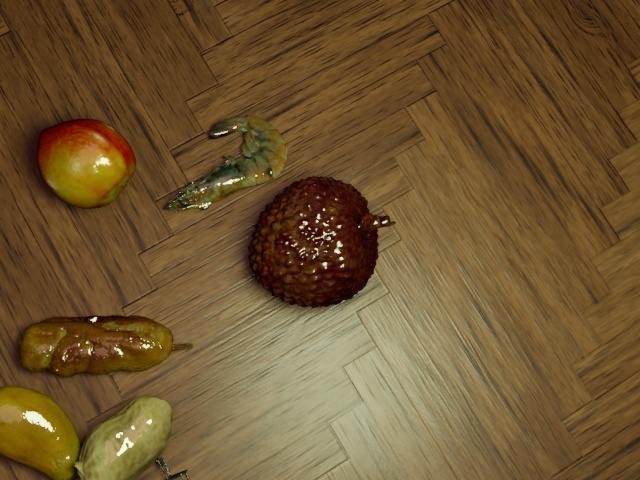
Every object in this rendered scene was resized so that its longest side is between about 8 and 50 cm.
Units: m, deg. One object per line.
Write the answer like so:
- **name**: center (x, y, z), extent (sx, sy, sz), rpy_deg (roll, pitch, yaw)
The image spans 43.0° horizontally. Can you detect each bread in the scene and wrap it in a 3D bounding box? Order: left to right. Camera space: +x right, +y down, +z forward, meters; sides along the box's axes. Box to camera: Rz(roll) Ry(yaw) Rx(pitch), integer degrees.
- **bread**: center (-0.428, 0.208, 1.622), extent (0.344, 0.084, 0.124), rpy_deg (0, 78, -4)

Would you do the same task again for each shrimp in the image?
- **shrimp**: center (-0.215, -0.168, 1.734), extent (0.296, 0.058, 0.169), rpy_deg (-25, 74, -13)

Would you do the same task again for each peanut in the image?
- **peanut**: center (-0.378, 0.392, 1.564), extent (0.129, 0.129, 0.224), rpy_deg (42, 72, 5)

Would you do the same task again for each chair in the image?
- **chair**: center (-0.286, 0.459, 1.601), extent (0.042, 0.037, 0.086), rpy_deg (-28, 85, 3)

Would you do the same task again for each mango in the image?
- **mango**: center (-0.555, 0.371, 1.574), extent (0.227, 0.099, 0.136), rpy_deg (40, 74, -3)

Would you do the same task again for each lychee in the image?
- **lychee**: center (0.000, 0.000, 1.602), extent (0.300, 0.264, 0.264), rpy_deg (-20, 79, 14)

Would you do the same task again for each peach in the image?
- **peach**: center (-0.479, -0.162, 1.647), extent (0.197, 0.197, 0.197), rpy_deg (1, 78, -4)
